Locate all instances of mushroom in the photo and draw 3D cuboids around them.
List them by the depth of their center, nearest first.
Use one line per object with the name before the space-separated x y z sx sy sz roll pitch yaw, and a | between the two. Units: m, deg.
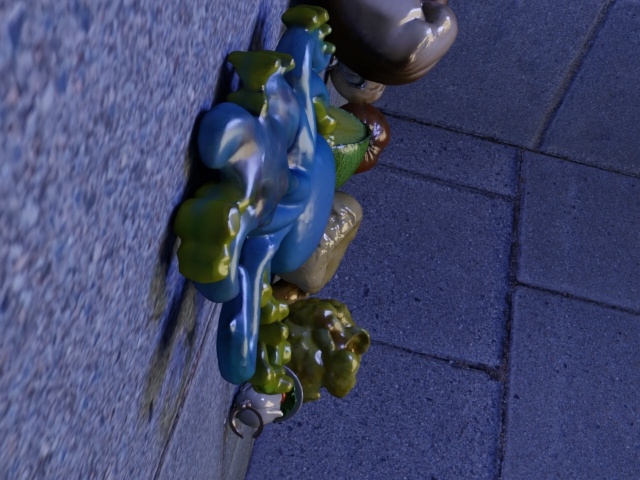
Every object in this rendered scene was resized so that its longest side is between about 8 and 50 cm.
mushroom | 0.073 -0.322 0.943 0.313 0.224 0.397 -54 -170 52
mushroom | 0.117 -0.428 1.625 0.255 0.184 0.254 6 90 -78

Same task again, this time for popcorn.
popcorn | -0.019 0.221 1.548 0.250 0.242 0.234 -79 179 -47

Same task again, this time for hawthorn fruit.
hawthorn fruit | 0.081 -0.286 1.983 0.251 0.200 0.199 -134 -123 -73

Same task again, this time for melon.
melon | 0.020 -0.162 1.464 0.265 0.129 0.169 -76 -178 -61

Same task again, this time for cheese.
cheese | 0.000 0.000 1.406 0.214 0.117 0.226 -55 176 -8

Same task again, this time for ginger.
ginger | -0.055 0.078 1.574 0.299 0.118 0.065 -54 144 -67

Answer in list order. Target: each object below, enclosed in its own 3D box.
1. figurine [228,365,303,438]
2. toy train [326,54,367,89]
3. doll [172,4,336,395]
figurine | -0.114 0.314 1.356 0.154 0.132 0.132 -34 140 -69
toy train | 0.080 -0.410 1.295 0.177 0.134 0.260 -87 -172 -45
doll | -0.053 -0.041 0.638 0.341 0.099 0.345 51 47 -73
